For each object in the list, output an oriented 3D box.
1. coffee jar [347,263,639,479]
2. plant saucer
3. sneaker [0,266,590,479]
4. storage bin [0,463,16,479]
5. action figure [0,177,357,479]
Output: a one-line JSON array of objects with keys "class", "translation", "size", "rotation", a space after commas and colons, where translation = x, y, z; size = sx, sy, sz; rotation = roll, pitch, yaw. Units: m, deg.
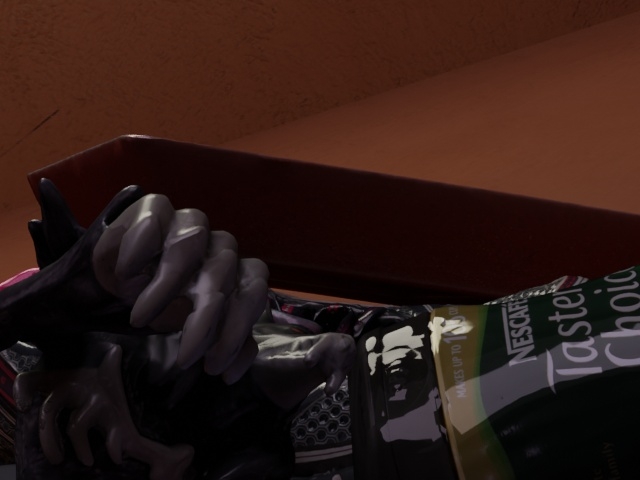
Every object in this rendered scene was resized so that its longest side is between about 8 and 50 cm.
[{"class": "coffee jar", "translation": [0.099, 0.050, 0.515], "size": [0.184, 0.079, 0.096], "rotation": [-17, 33, 8]}, {"class": "plant saucer", "translation": [0.000, 0.000, 0.839], "size": [0.258, 0.047, 0.259], "rotation": [8, -4, -19]}, {"class": "sneaker", "translation": [-0.025, 0.054, 0.668], "size": [0.299, 0.112, 0.121], "rotation": [-11, 11, 31]}, {"class": "storage bin", "translation": [-0.097, 0.107, 0.566], "size": [0.091, 0.098, 0.135], "rotation": [-9, 6, -15]}, {"class": "action figure", "translation": [-0.050, 0.078, 0.427], "size": [0.141, 0.164, 0.276], "rotation": [-15, 19, 38]}]
